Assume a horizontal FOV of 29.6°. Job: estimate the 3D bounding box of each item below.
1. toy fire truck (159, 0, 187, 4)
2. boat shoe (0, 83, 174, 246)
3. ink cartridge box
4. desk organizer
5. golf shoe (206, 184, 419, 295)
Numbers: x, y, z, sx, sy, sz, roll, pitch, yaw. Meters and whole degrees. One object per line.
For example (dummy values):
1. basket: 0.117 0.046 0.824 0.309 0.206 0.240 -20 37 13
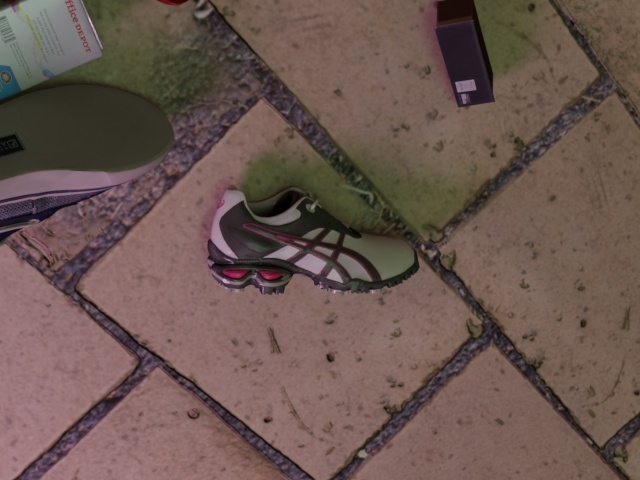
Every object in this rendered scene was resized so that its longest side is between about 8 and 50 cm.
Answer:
1. toy fire truck: -0.163 -0.391 1.155 0.254 0.169 0.302 -55 154 -14
2. boat shoe: -0.328 -0.062 1.290 0.340 0.127 0.158 -14 156 -35
3. ink cartridge box: -0.300 -0.214 1.257 0.122 0.052 0.089 -25 120 -10
4. desk organizer: 0.174 -0.226 1.453 0.047 0.050 0.130 -8 137 16
5. golf shoe: 0.000 0.000 1.451 0.272 0.105 0.120 1 104 -24
